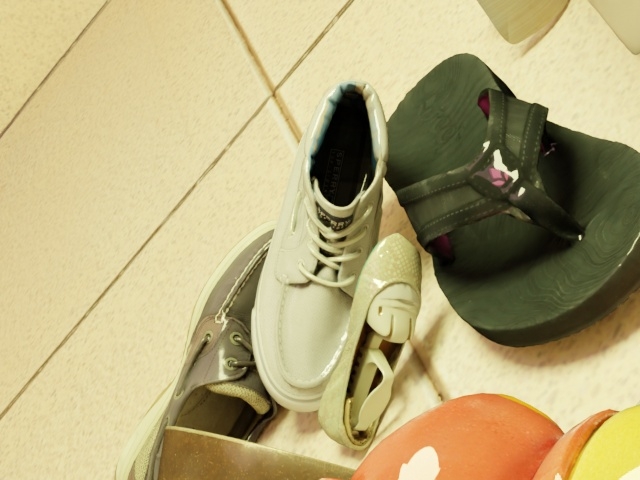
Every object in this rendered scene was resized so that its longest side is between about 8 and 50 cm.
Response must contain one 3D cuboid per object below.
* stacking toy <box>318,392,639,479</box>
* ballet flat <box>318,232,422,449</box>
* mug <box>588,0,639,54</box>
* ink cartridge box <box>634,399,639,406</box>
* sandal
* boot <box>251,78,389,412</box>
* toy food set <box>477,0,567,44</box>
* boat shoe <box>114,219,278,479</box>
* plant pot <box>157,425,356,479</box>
[{"bbox_3d":[0.133,0.128,0.583,0.130,0.309,0.279,0,40,33],"label":"stacking toy"},{"bbox_3d":[0.047,0.079,1.104,0.052,0.057,0.168,38,115,56],"label":"ballet flat"},{"bbox_3d":[0.285,-0.301,0.996,0.328,0.276,0.374,-39,57,15],"label":"mug"},{"bbox_3d":[0.212,0.048,0.769,0.181,0.056,0.225,-53,2,0],"label":"ink cartridge box"},{"bbox_3d":[0.112,-0.050,1.114,0.167,0.107,0.446,-51,23,6],"label":"sandal"},{"bbox_3d":[0.000,0.000,1.171,0.123,0.095,0.258,102,175,-72],"label":"boot"},{"bbox_3d":[0.130,-0.342,1.316,0.092,0.219,0.306,-24,36,25],"label":"toy food set"},{"bbox_3d":[-0.074,0.119,1.248,0.285,0.103,0.092,-59,29,-2],"label":"boat shoe"},{"bbox_3d":[-0.021,0.249,0.874,0.215,0.215,0.230,-4,67,60],"label":"plant pot"}]
